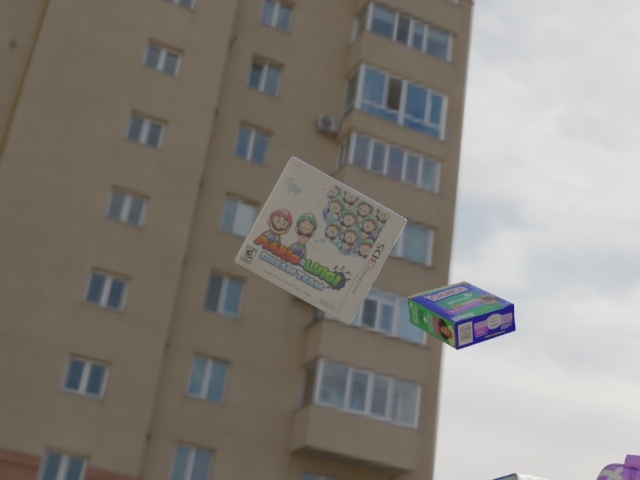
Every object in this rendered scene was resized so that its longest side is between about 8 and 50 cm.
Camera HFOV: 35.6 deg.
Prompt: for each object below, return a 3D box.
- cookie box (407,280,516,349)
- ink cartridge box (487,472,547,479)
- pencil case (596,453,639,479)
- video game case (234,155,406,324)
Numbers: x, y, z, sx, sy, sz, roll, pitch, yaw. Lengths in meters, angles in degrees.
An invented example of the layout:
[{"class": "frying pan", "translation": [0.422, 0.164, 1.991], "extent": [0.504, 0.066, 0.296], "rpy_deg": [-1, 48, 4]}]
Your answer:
[{"class": "cookie box", "translation": [0.175, 0.092, 1.247], "extent": [0.091, 0.040, 0.107], "rpy_deg": [-14, 20, -25]}, {"class": "ink cartridge box", "translation": [0.288, 0.482, 1.613], "extent": [0.171, 0.168, 0.232], "rpy_deg": [-21, -22, 19]}, {"class": "pencil case", "translation": [0.283, 0.313, 0.960], "extent": [0.086, 0.206, 0.088], "rpy_deg": [-1, -53, 30]}, {"class": "video game case", "translation": [0.000, 0.000, 1.175], "extent": [0.157, 0.143, 0.019], "rpy_deg": [29, -1, -2]}]
